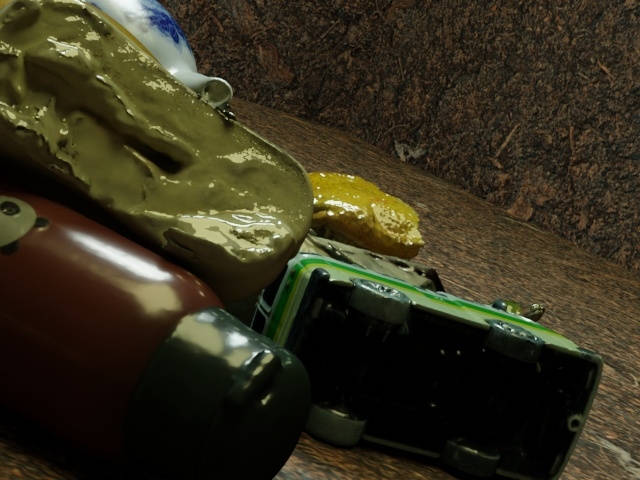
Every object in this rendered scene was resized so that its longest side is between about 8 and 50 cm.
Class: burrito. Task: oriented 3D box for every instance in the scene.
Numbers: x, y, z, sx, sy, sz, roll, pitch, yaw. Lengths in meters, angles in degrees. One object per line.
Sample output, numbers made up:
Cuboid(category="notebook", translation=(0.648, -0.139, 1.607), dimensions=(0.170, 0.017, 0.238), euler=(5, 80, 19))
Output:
Cuboid(category="burrito", translation=(0.019, 0.059, 1.502), dimensions=(0.347, 0.107, 0.175), euler=(23, -17, -15))

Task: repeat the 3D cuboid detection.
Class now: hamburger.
Cuboid(category="hamburger", translation=(0.000, 0.000, 1.813), dimensions=(0.156, 0.144, 0.283), euler=(7, 11, -19))

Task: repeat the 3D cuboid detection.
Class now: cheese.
Cuboid(category="cheese", translation=(-0.133, -0.058, 1.119), dimensions=(0.266, 0.127, 0.233), euler=(32, -11, -8))

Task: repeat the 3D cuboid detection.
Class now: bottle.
Cuboid(category="bottle", translation=(-0.164, 0.056, 1.027), dimensions=(0.336, 0.144, 0.144), euler=(26, 9, 23))

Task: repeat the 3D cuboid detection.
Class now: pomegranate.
Cuboid(category="pomegranate", translation=(0.228, 0.099, 1.913), dimensions=(0.073, 0.084, 0.073), euler=(30, 11, -7))

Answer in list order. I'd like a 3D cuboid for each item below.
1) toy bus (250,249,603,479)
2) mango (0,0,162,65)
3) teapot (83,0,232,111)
Cuboid(category="toy bus", translation=(0.079, 0.102, 1.344), dimensions=(0.276, 0.134, 0.165), euler=(18, 9, -23))
Cuboid(category="mango", translation=(-0.217, -0.066, 1.348), dimensions=(0.378, 0.221, 0.264), euler=(34, 46, 20))
Cuboid(category="teapot", translation=(-0.261, -0.157, 1.609), dimensions=(0.424, 0.252, 0.280), euler=(10, -10, 21))
